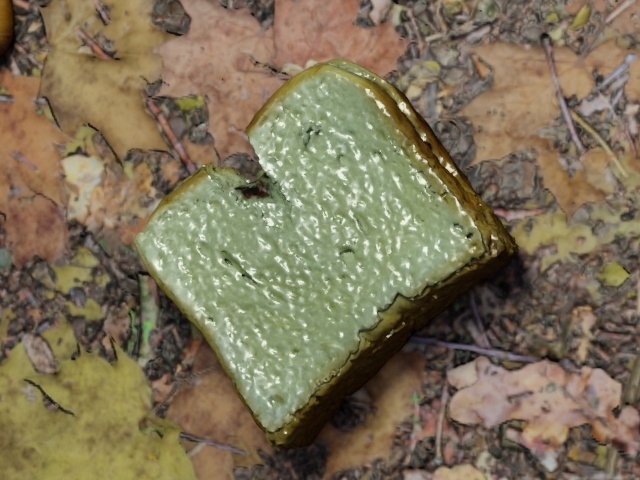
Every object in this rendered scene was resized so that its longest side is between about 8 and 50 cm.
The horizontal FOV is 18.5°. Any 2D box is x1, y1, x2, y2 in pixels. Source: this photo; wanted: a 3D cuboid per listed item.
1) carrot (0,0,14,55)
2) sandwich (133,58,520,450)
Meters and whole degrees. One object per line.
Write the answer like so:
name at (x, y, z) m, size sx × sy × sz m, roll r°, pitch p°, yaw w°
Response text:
carrot at (-0.315, -0.287, 1.816) m, size 0.059 × 0.059 × 0.248 m, roll -3°, pitch 86°, yaw 20°
sandwich at (-0.001, 0.000, 1.678) m, size 0.273 × 0.095 × 0.249 m, roll -43°, pitch 73°, yaw 16°
